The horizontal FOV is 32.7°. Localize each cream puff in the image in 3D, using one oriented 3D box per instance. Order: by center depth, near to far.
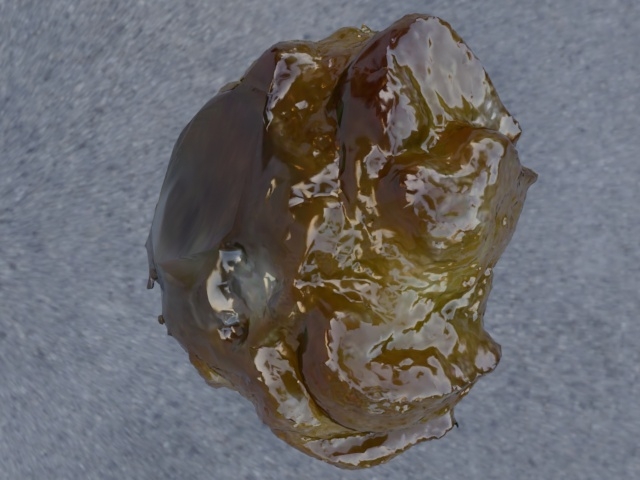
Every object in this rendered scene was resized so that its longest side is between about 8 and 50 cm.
[{"bbox_3d":[0.000,0.000,0.606,0.155,0.269,0.241,7,92,-31],"label":"cream puff"}]
